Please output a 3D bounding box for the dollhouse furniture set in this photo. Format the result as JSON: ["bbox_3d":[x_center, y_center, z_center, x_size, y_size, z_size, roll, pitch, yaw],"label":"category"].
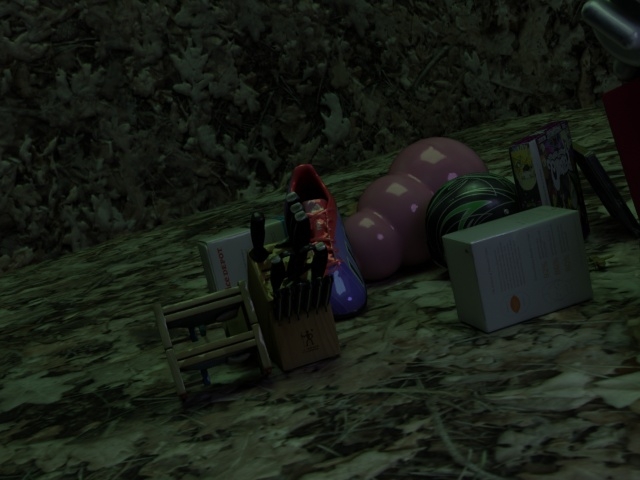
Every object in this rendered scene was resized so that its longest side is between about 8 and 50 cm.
[{"bbox_3d":[-0.150,0.152,1.295,0.129,0.128,0.183,-15,-14,-10],"label":"dollhouse furniture set"}]

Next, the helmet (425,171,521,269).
[{"bbox_3d":[0.262,-0.035,1.555,0.170,0.161,0.169,4,19,-1],"label":"helmet"}]

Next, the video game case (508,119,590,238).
[{"bbox_3d":[0.387,-0.081,1.552,0.042,0.210,0.232,-8,10,32],"label":"video game case"}]

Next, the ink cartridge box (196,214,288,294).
[{"bbox_3d":[-0.117,0.041,1.715,0.191,0.139,0.082,-16,11,-18],"label":"ink cartridge box"}]

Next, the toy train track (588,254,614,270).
[{"bbox_3d":[0.429,0.034,1.435,0.048,0.014,0.083,-19,4,7],"label":"toy train track"}]

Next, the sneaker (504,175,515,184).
[{"bbox_3d":[0.323,-0.052,1.851,0.297,0.111,0.129,-3,34,47],"label":"sneaker"}]

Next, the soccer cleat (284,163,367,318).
[{"bbox_3d":[0.000,0.000,1.556,0.109,0.116,0.318,-10,41,-8],"label":"soccer cleat"}]

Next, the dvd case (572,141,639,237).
[{"bbox_3d":[0.498,-0.096,1.638,0.018,0.164,0.221,-33,7,10],"label":"dvd case"}]

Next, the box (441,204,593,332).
[{"bbox_3d":[0.273,0.036,1.285,0.171,0.130,0.091,-15,11,-15],"label":"box"}]

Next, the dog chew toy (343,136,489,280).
[{"bbox_3d":[0.163,-0.046,1.702,0.332,0.206,0.207,-38,21,-25],"label":"dog chew toy"}]

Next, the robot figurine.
[{"bbox_3d":[0.571,-0.385,1.479,0.354,0.300,0.199,-17,55,-38],"label":"robot figurine"}]

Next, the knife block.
[{"bbox_3d":[-0.054,0.048,1.312,0.088,0.242,0.276,-15,10,-14],"label":"knife block"}]

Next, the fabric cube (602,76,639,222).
[{"bbox_3d":[0.650,-0.174,1.466,0.259,0.254,0.258,-16,-3,-13],"label":"fabric cube"}]
